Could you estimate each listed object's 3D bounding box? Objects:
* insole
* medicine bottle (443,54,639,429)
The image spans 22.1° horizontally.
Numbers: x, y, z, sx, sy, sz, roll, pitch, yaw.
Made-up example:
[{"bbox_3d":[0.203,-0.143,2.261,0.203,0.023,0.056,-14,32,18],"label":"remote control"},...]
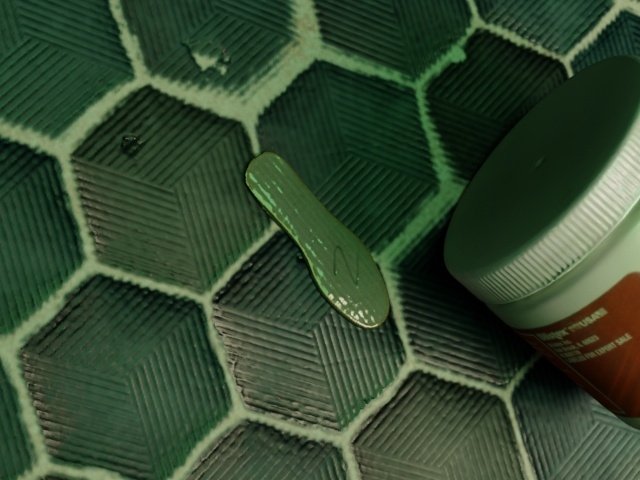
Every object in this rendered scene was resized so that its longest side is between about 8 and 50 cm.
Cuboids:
[{"bbox_3d":[0.000,0.000,1.439,0.064,0.004,0.188,-45,103,-26],"label":"insole"},{"bbox_3d":[0.276,0.006,1.438,0.241,0.252,0.252,38,67,-16],"label":"medicine bottle"}]
